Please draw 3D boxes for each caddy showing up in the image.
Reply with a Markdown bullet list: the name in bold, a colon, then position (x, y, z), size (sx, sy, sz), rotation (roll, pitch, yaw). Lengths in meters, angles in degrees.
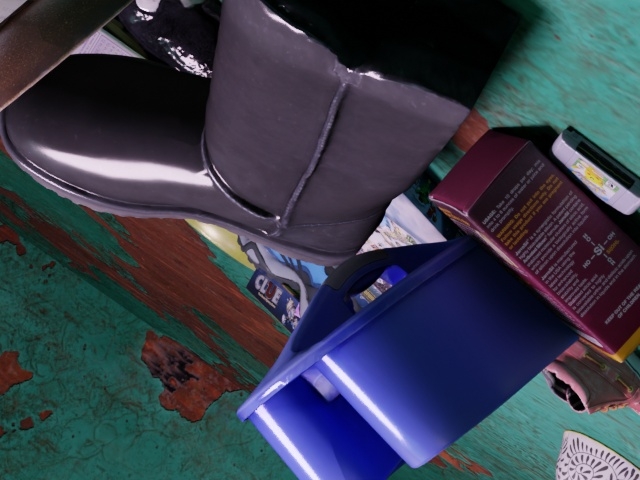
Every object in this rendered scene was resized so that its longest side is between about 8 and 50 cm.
- **caddy**: position (0.074, 0.090, 1.501), size (0.241, 0.341, 0.179), rotation (-40, 84, 40)

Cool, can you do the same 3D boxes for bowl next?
- **bowl**: position (0.351, 0.320, 2.127), size (0.170, 0.080, 0.170), rotation (37, 167, 10)

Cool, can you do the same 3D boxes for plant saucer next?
- **plant saucer**: position (-0.137, -0.035, 2.349), size (0.241, 0.037, 0.241), rotation (36, 167, 10)
- **plant saucer**: position (-0.207, -0.186, 1.373), size (0.050, 0.310, 0.310), rotation (51, 165, -13)

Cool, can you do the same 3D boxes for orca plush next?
- **orca plush**: position (-0.110, -0.150, 1.696), size (0.287, 0.102, 0.151), rotation (46, 166, -31)

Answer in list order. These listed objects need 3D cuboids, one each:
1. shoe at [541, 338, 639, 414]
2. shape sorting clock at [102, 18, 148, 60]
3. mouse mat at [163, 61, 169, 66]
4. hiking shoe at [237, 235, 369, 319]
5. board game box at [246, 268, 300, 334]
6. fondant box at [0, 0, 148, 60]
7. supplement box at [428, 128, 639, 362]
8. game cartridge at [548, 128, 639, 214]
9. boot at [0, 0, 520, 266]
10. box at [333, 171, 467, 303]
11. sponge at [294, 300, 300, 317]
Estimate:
- **shoe**: position (0.281, 0.144, 1.684), size (0.063, 0.081, 0.178), rotation (23, 161, 51)
- **shape sorting clock**: position (-0.278, -0.263, 1.917), size (0.206, 0.040, 0.206), rotation (31, 173, 4)
- **mouse mat**: position (-0.141, -0.182, 1.850), size (0.152, 0.007, 0.190), rotation (43, 173, -17)
- **hiking shoe**: position (0.000, 0.000, 1.974), size (0.113, 0.132, 0.304), rotation (0, -149, -33)
- **board game box**: position (0.029, 0.118, 2.169), size (0.165, 0.042, 0.243), rotation (20, -167, -38)
- **fondant box**: position (-0.230, -0.152, 1.924), size (0.330, 0.096, 0.238), rotation (32, 174, -38)
- **supplement box**: position (0.191, 0.002, 1.394), size (0.188, 0.081, 0.104), rotation (42, 178, -16)
- **game cartridge**: position (0.215, -0.052, 1.320), size (0.083, 0.017, 0.056), rotation (38, 172, 5)
- **boot**: position (-0.076, -0.125, 1.360), size (0.367, 0.146, 0.445), rotation (15, 165, -6)
- **box**: position (0.055, -0.022, 1.687), size (0.159, 0.044, 0.233), rotation (-12, 132, 44)
- **sponge**: position (0.059, 0.106, 2.100), size (0.117, 0.031, 0.210), rotation (32, -168, 20)
